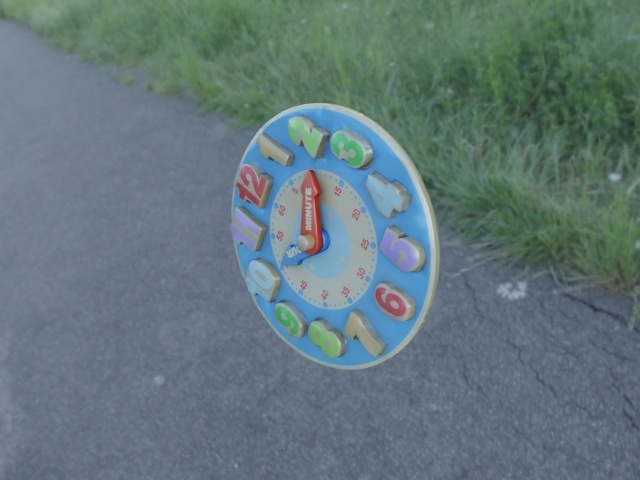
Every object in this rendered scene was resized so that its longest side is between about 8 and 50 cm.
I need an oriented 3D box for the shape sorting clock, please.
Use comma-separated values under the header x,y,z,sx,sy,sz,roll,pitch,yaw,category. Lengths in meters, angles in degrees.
x,y,z,sx,sy,sz,roll,pitch,yaw,category
0.000,0.000,0.524,0.040,0.206,0.206,-13,21,-43,shape sorting clock
